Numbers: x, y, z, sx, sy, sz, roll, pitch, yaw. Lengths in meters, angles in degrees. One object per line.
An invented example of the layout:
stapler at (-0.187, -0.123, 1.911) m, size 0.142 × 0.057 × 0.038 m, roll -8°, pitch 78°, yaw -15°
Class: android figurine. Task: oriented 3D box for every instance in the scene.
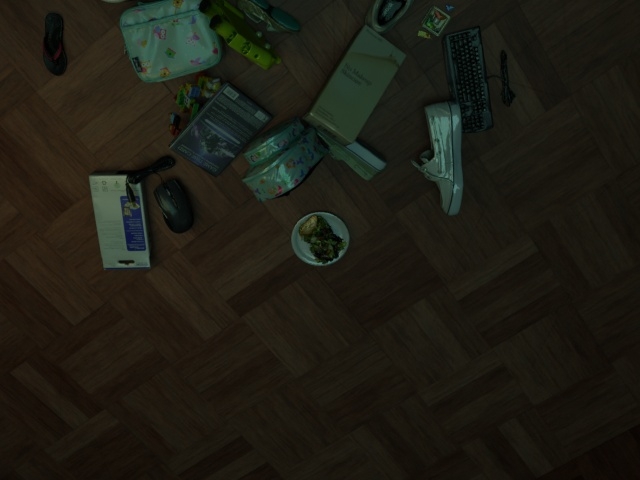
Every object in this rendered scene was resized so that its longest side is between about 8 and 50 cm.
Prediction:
android figurine at (-0.216, -0.579, 1.747) m, size 0.056 × 0.248 × 0.272 m, roll -44°, pitch 145°, yaw 21°

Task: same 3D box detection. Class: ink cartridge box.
ink cartridge box at (-0.653, -0.065, 2.043) m, size 0.165 × 0.065 × 0.333 m, roll 0°, pitch 111°, yaw -2°

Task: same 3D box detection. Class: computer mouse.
computer mouse at (-0.511, -0.123, 1.981) m, size 0.184 × 0.060 × 0.262 m, roll -25°, pitch 115°, yaw -24°

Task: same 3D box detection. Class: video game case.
video game case at (-0.307, -0.338, 1.912) m, size 0.274 × 0.026 × 0.196 m, roll -43°, pitch 135°, yaw 16°

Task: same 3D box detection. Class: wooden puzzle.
wooden puzzle at (0.346, -0.654, 1.846) m, size 0.078 × 0.014 × 0.116 m, roll 23°, pitch 110°, yaw -11°

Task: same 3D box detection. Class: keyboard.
keyboard at (0.497, -0.496, 1.909) m, size 0.201 × 0.033 × 0.317 m, roll -14°, pitch 113°, yaw 4°

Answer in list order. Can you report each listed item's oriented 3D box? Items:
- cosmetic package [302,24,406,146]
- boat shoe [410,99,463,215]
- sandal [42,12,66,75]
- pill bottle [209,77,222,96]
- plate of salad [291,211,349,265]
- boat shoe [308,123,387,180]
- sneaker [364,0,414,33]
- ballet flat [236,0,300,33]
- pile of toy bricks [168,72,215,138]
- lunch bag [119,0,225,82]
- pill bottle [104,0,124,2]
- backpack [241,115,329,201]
cosmetic package at (0.098, -0.449, 1.814) m, size 0.160 × 0.113 × 0.310 m, roll 31°, pitch 86°, yaw -13°
boat shoe at (0.361, -0.250, 1.951) m, size 0.156 × 0.136 × 0.367 m, roll -5°, pitch 114°, yaw 1°
sandal at (-0.794, -0.579, 1.832) m, size 0.067 × 0.040 × 0.179 m, roll 5°, pitch 113°, yaw -4°
pill bottle at (-0.319, -0.454, 1.897) m, size 0.043 × 0.043 × 0.083 m, roll -11°, pitch 113°, yaw 3°
plate of salad at (0.000, 0.000, 2.096) m, size 0.199 × 0.048 × 0.200 m, roll -1°, pitch 113°, yaw -2°
boat shoe at (0.072, -0.293, 1.944) m, size 0.302 × 0.109 × 0.094 m, roll 33°, pitch 112°, yaw -17°
sneaker at (0.242, -0.731, 1.742) m, size 0.122 × 0.146 × 0.331 m, roll 24°, pitch 109°, yaw -10°
ballet flat at (-0.156, -0.658, 1.812) m, size 0.206 × 0.073 × 0.067 m, roll 33°, pitch 136°, yaw -11°
pile of toy bricks at (-0.411, -0.418, 1.887) m, size 0.118 × 0.105 × 0.212 m, roll -15°, pitch 143°, yaw -42°
lunch bag at (-0.436, -0.593, 1.800) m, size 0.279 × 0.108 × 0.224 m, roll -13°, pitch 113°, yaw 4°
pill bottle at (-0.528, -0.723, 1.658) m, size 0.153 × 0.265 × 0.153 m, roll 0°, pitch 113°, yaw 0°
backpack at (-0.120, -0.237, 1.853) m, size 0.225 × 0.254 × 0.191 m, roll -19°, pitch 120°, yaw 39°
